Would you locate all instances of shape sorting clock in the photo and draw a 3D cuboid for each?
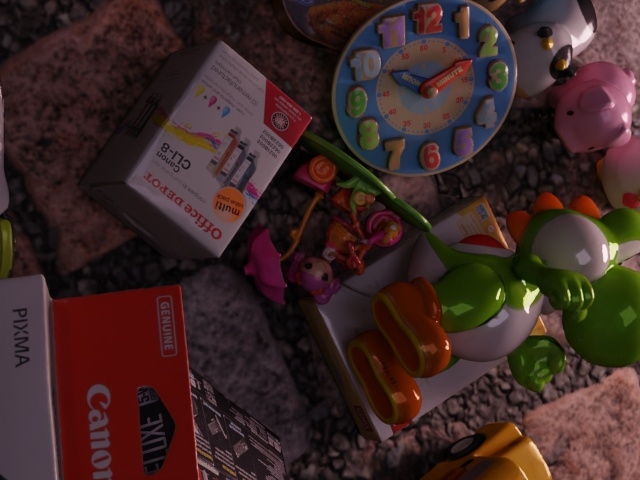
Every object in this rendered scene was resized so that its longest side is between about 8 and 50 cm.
[{"bbox_3d":[0.111,-0.161,1.992,0.206,0.040,0.206,-6,113,-14],"label":"shape sorting clock"}]

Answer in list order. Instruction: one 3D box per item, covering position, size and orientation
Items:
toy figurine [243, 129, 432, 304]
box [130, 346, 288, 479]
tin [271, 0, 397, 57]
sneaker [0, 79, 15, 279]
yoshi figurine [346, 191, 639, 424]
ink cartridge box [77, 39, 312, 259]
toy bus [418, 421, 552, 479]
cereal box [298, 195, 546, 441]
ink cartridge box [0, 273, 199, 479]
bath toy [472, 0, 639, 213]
[{"bbox_3d":[0.000,0.000,1.932,0.173,0.130,0.159,36,85,-5],"label":"toy figurine"},{"bbox_3d":[-0.096,0.261,1.743,0.076,0.307,0.242,-18,65,12],"label":"box"},{"bbox_3d":[0.035,-0.244,1.999,0.189,0.040,0.106,21,83,-26],"label":"tin"},{"bbox_3d":[-0.357,-0.085,1.749,0.121,0.111,0.300,-7,90,-24],"label":"sneaker"},{"bbox_3d":[0.223,0.085,1.962,0.362,0.203,0.203,-23,115,-29],"label":"yoshi figurine"},{"bbox_3d":[-0.124,-0.085,1.858,0.128,0.127,0.176,39,73,-22],"label":"ink cartridge box"},{"bbox_3d":[0.122,0.318,1.963,0.332,0.130,0.108,-36,103,-31],"label":"toy bus"},{"bbox_3d":[0.111,0.082,2.025,0.240,0.047,0.173,-32,103,-25],"label":"cereal box"},{"bbox_3d":[-0.226,0.161,1.589,0.238,0.060,0.275,-7,65,-1],"label":"ink cartridge box"},{"bbox_3d":[0.297,-0.162,2.085,0.151,0.129,0.348,-46,110,-21],"label":"bath toy"}]
